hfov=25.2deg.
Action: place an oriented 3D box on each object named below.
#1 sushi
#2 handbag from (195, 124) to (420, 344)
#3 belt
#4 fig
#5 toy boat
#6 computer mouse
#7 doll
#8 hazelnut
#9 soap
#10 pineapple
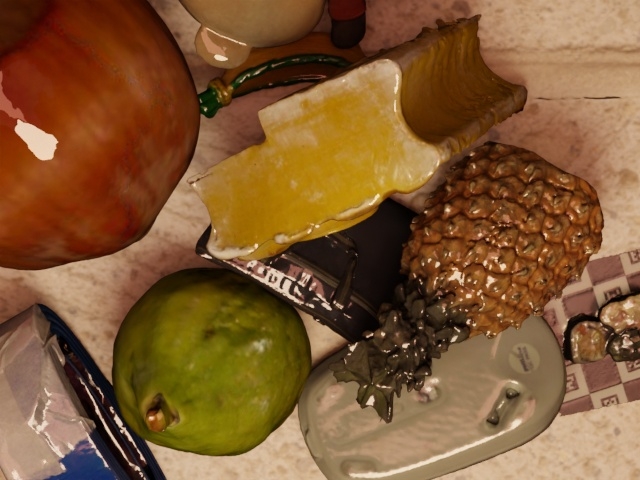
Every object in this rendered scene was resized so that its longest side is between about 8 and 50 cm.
[{"bbox_3d":[0.384,0.113,1.755,0.215,0.050,0.192,-14,99,1],"label":"sushi"},{"bbox_3d":[0.000,0.000,1.679,0.254,0.088,0.211,31,58,-8],"label":"handbag"},{"bbox_3d":[-0.289,0.246,1.677,0.117,0.212,0.347,-29,103,5],"label":"belt"},{"bbox_3d":[-0.134,0.130,1.629,0.233,0.314,0.233,-3,72,10],"label":"fig"},{"bbox_3d":[-0.036,-0.191,1.672,0.230,0.089,0.088,-5,77,-10],"label":"toy boat"},{"bbox_3d":[0.135,0.185,1.735,0.331,0.095,0.197,-21,76,4],"label":"computer mouse"},{"bbox_3d":[-0.007,-0.323,1.591,0.330,0.174,0.235,-15,102,-13],"label":"doll"},{"bbox_3d":[-0.321,-0.140,1.574,0.366,0.366,0.365,0,99,-2],"label":"hazelnut"},{"bbox_3d":[0.046,-0.119,1.637,0.304,0.339,0.169,-22,97,28],"label":"soap"},{"bbox_3d":[0.158,0.052,1.615,0.202,0.202,0.362,45,70,-7],"label":"pineapple"}]
